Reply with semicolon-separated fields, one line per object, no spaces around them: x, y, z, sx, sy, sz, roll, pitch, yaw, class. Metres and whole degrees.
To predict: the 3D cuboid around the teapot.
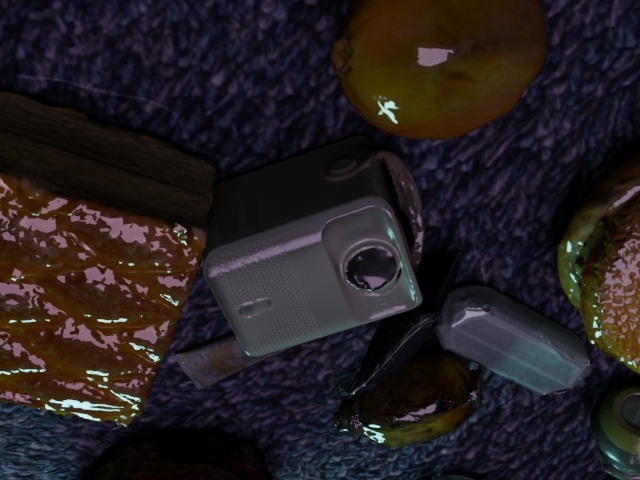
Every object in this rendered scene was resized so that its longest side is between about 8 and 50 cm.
0.460;0.264;1.159;0.165;0.130;0.119;-31;140;-19;teapot

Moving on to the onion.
-0.217;0.433;1.114;0.336;0.260;0.282;-27;115;12;onion

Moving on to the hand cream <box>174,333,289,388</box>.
-0.095;0.141;1.066;0.194;0.042;0.067;-25;122;15;hand cream

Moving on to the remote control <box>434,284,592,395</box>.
0.257;0.137;1.093;0.247;0.052;0.104;26;120;-22;remote control

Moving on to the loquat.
0.120;-0.193;0.805;0.234;0.176;0.187;-15;165;-17;loquat

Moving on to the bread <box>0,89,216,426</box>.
-0.279;0.022;0.877;0.279;0.207;0.279;15;118;-15;bread

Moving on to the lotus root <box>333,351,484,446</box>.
0.117;0.211;1.089;0.209;0.120;0.120;-16;122;7;lotus root

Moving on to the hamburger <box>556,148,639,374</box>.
0.442;0.012;0.962;0.314;0.170;0.290;-41;120;17;hamburger

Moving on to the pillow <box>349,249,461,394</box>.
0.107;0.094;0.969;0.055;0.208;0.141;41;116;3;pillow

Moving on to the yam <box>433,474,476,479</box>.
0.141;0.485;1.256;0.133;0.133;0.330;26;122;-20;yam

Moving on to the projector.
0.000;0.000;0.908;0.242;0.177;0.163;-18;122;4;projector
